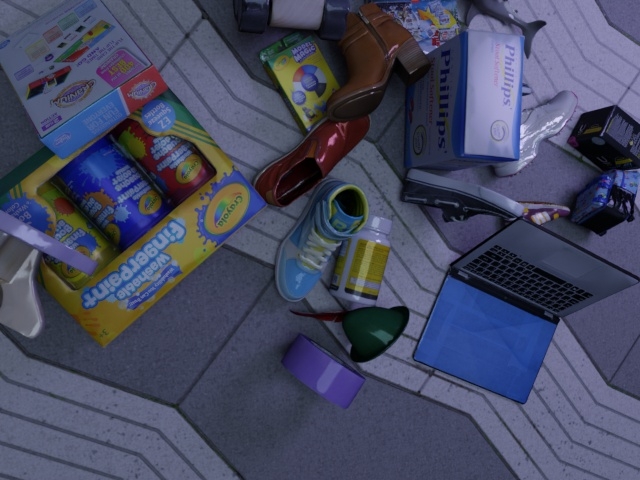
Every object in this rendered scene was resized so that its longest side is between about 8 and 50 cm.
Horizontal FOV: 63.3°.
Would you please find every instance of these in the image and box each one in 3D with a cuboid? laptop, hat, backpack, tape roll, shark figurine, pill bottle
[{"bbox_3d":[0.514,0.199,1.317,0.381,0.408,0.237,24,53,-15],"label":"laptop"},{"bbox_3d":[0.077,0.170,1.225,0.208,0.173,0.184,-44,103,-9],"label":"hat"},{"bbox_3d":[0.778,-0.121,1.410,0.116,0.158,0.173,26,73,3],"label":"backpack"},{"bbox_3d":[0.006,0.301,1.204,0.189,0.189,0.080,35,83,-14],"label":"tape roll"},{"bbox_3d":[0.441,-0.588,1.342,0.278,0.166,0.116,25,112,-32],"label":"shark figurine"},{"bbox_3d":[0.102,0.043,1.253,0.119,0.119,0.209,15,89,-15],"label":"pill bottle"}]

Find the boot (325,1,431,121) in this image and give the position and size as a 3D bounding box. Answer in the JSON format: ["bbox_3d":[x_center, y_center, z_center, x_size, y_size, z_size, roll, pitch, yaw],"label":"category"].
[{"bbox_3d":[0.084,-0.413,1.177,0.283,0.109,0.220,-34,75,-7],"label":"boot"}]

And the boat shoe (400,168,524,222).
[{"bbox_3d":[0.328,-0.088,1.243,0.108,0.301,0.102,13,98,-58],"label":"boat shoe"}]

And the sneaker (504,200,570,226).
[{"bbox_3d":[0.584,-0.062,1.408,0.185,0.069,0.084,3,101,-9],"label":"sneaker"}]

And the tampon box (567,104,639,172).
[{"bbox_3d":[0.793,-0.275,1.419,0.160,0.120,0.102,31,84,-14],"label":"tampon box"}]

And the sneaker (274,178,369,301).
[{"bbox_3d":[0.000,0.000,1.178,0.127,0.208,0.319,24,87,-16],"label":"sneaker"}]

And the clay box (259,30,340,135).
[{"bbox_3d":[-0.038,-0.378,1.230,0.127,0.053,0.222,-34,101,-11],"label":"clay box"}]

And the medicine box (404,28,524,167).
[{"bbox_3d":[0.322,-0.307,1.206,0.148,0.289,0.264,0,92,-15],"label":"medicine box"}]

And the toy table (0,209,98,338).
[{"bbox_3d":[-0.545,0.038,0.873,0.274,0.252,0.161,28,75,4],"label":"toy table"}]

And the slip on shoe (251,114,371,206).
[{"bbox_3d":[-0.006,-0.189,1.203,0.331,0.101,0.123,-38,134,-10],"label":"slip on shoe"}]

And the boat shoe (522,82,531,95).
[{"bbox_3d":[0.471,-0.428,1.355,0.183,0.065,0.083,4,93,-14],"label":"boat shoe"}]

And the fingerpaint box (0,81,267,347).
[{"bbox_3d":[-0.401,-0.070,1.092,0.444,0.163,0.371,-41,101,-9],"label":"fingerpaint box"}]

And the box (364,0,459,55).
[{"bbox_3d":[0.233,-0.537,1.298,0.232,0.044,0.159,-8,94,-14],"label":"box"}]

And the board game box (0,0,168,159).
[{"bbox_3d":[-0.476,-0.337,1.011,0.242,0.064,0.317,-36,63,-6],"label":"board game box"}]

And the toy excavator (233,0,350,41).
[{"bbox_3d":[-0.063,-0.693,1.104,0.222,0.433,0.446,1,120,-15],"label":"toy excavator"}]

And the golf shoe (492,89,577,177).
[{"bbox_3d":[0.548,-0.306,1.361,0.306,0.115,0.140,-46,99,-10],"label":"golf shoe"}]
